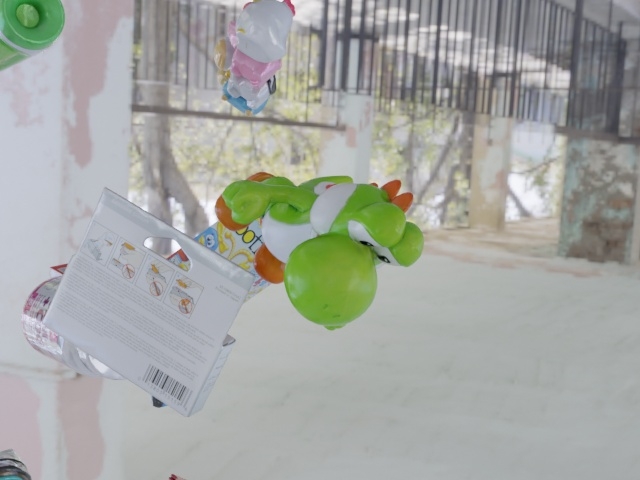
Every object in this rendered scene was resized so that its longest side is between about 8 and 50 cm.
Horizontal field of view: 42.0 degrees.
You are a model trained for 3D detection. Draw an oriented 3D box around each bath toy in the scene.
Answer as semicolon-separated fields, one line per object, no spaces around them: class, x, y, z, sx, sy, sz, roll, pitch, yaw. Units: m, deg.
bath toy;-0.128;-0.370;1.618;0.151;0.129;0.348;37;163;-4

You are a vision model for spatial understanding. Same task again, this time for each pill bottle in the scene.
pill bottle;-0.407;0.153;1.476;0.160;0.160;0.283;-2;-175;-38

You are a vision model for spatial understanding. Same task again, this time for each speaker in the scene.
speaker;-0.569;-0.378;1.497;0.131;0.131;0.297;-2;-179;-40

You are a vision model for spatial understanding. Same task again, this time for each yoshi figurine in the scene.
yoshi figurine;-0.023;0.012;1.064;0.204;0.202;0.362;2;-177;-29

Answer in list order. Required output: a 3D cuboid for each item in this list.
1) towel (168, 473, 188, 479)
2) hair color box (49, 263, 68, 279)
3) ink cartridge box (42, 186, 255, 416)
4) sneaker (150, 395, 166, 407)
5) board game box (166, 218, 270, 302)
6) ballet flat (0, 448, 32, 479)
towel;-0.188;0.580;1.721;0.199;0.031;0.275;37;171;-38
hair color box;-0.499;0.124;1.650;0.072;0.141;0.043;22;-157;37
ink cartridge box;-0.247;0.087;1.229;0.275;0.238;0.060;30;-169;13
sneaker;-0.343;0.280;1.840;0.071;0.190;0.083;34;142;-33
board game box;-0.163;0.027;1.780;0.275;0.142;0.144;-35;161;14
ballet flat;-0.500;0.390;1.303;0.095;0.280;0.096;-8;-127;-22
